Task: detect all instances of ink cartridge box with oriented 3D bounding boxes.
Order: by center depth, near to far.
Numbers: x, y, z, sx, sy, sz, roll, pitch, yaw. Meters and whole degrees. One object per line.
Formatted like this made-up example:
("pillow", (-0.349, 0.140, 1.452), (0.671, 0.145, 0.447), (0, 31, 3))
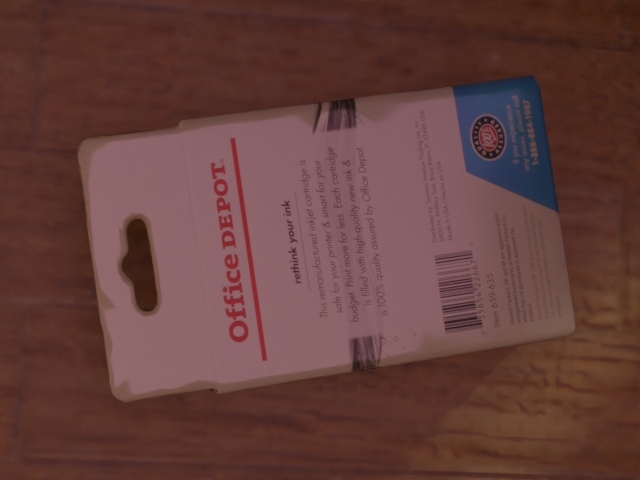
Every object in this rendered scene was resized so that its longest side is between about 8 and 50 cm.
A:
("ink cartridge box", (0.000, 0.000, 0.551), (0.180, 0.060, 0.104), (-8, 89, -10))
